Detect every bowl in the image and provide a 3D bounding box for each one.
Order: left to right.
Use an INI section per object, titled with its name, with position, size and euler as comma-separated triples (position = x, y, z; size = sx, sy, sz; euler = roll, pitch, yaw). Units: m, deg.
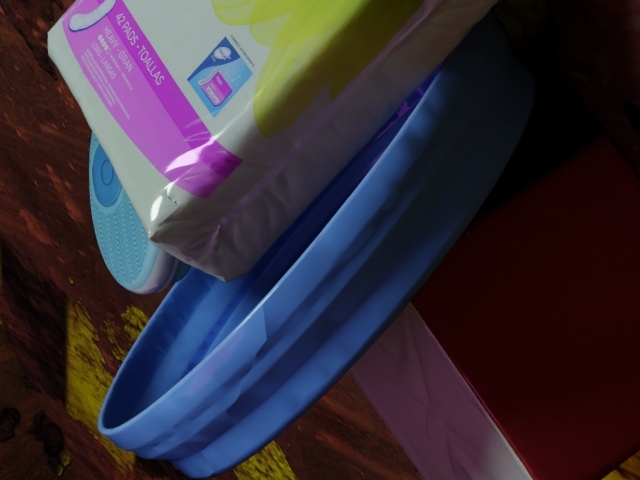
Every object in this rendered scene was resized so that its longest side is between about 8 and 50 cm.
[bowl]
position = 0.000, 0.000, 1.301
size = 0.077, 0.391, 0.391
euler = 40, 161, -10

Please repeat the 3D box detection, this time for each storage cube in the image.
[storage cube]
position = 0.150, 0.072, 1.331
size = 0.215, 0.193, 0.183
euler = 56, 159, 2

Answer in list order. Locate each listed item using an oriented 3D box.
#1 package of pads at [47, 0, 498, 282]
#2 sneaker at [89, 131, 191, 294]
[package of pads]
position = -0.027, -0.155, 1.208
size = 0.101, 0.296, 0.229
euler = 32, -162, -43
[sneaker]
position = -0.056, -0.112, 1.433
size = 0.127, 0.208, 0.319
euler = 2, 86, 55
